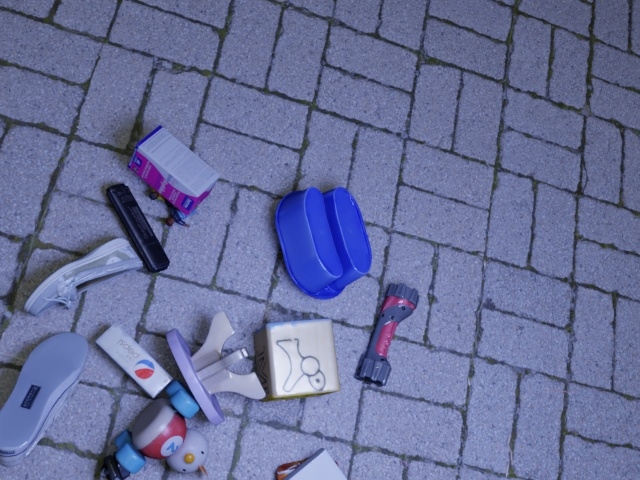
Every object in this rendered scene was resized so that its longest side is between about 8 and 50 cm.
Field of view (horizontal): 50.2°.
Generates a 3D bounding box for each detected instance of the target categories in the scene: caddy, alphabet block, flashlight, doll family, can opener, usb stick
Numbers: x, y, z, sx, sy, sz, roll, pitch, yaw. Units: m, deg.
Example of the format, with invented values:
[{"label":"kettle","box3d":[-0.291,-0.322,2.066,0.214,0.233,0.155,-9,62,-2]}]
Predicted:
[{"label":"caddy","box3d":[0.000,0.000,2.004,0.241,0.179,0.341,-3,73,-42]},{"label":"alphabet block","box3d":[-0.069,0.330,1.872,0.192,0.193,0.197,-2,75,-16]},{"label":"flashlight","box3d":[0.205,0.279,2.018,0.103,0.103,0.304,25,67,-11]},{"label":"doll family","box3d":[-0.431,-0.123,1.962,0.193,0.076,0.111,46,48,6]},{"label":"can opener","box3d":[-0.507,0.629,1.724,0.073,0.059,0.186,-13,78,-20]},{"label":"usb stick","box3d":[-0.513,-0.034,1.921,0.077,0.045,0.278,-22,80,-53]}]

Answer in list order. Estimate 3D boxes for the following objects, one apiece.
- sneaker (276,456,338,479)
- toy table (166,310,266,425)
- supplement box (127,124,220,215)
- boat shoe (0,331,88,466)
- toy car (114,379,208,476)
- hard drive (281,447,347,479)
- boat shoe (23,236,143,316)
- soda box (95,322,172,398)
[{"label":"sneaker","box3d":[-0.036,0.635,1.870,0.175,0.064,0.067,-7,98,-14]},{"label":"toy table","box3d":[-0.271,0.328,1.799,0.161,0.252,0.274,-28,96,-6]},{"label":"supplement box","box3d":[-0.408,-0.194,1.901,0.220,0.111,0.114,39,50,-3]},{"label":"boat shoe","box3d":[-0.693,0.401,1.703,0.136,0.156,0.367,18,41,-6]},{"label":"toy car","box3d":[-0.358,0.522,1.736,0.219,0.210,0.238,-46,103,-12]},{"label":"hard drive","box3d":[0.019,0.765,1.810,0.233,0.047,0.353,-36,94,-15]},{"label":"boat shoe","box3d":[-0.630,0.109,1.817,0.320,0.118,0.103,-35,85,-30]},{"label":"soda box","box3d":[-0.495,0.321,1.815,0.216,0.069,0.074,44,68,1]}]
